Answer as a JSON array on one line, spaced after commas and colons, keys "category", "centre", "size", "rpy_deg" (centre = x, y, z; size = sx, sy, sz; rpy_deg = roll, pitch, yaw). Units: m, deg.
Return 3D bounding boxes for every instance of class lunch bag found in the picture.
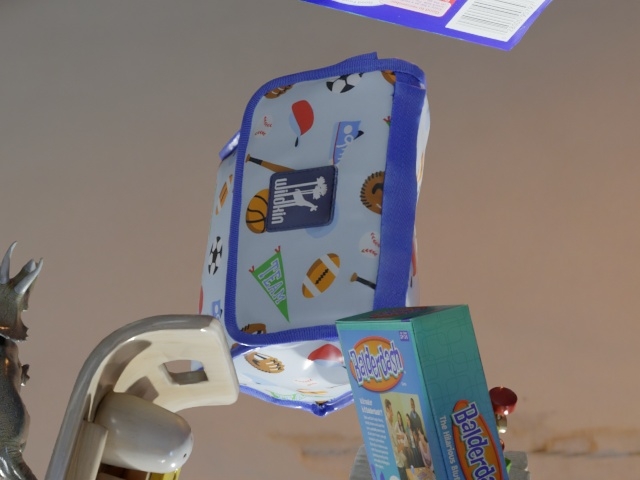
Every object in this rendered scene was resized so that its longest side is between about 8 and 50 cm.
[{"category": "lunch bag", "centre": [0.000, 0.000, 1.607], "size": [0.239, 0.385, 0.327], "rpy_deg": [12, -109, -20]}]

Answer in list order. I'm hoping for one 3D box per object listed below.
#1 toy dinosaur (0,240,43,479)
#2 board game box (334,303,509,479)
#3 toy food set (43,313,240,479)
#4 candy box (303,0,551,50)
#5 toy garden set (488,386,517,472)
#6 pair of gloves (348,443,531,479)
[{"category": "toy dinosaur", "centre": [-0.360, 0.175, 1.541], "size": [0.121, 0.160, 0.313], "rpy_deg": [-1, -117, -8]}, {"category": "board game box", "centre": [0.079, 0.153, 1.021], "size": [0.047, 0.210, 0.160], "rpy_deg": [-14, -178, -19]}, {"category": "toy food set", "centre": [-0.098, 0.203, 0.736], "size": [0.092, 0.219, 0.306], "rpy_deg": [14, -105, 4]}, {"category": "candy box", "centre": [0.068, -0.352, 1.232], "size": [0.268, 0.122, 0.317], "rpy_deg": [11, -114, -17]}, {"category": "toy garden set", "centre": [0.093, 0.253, 1.252], "size": [0.049, 0.203, 0.244], "rpy_deg": [25, -143, 23]}, {"category": "pair of gloves", "centre": [0.125, 0.322, 1.510], "size": [0.204, 0.042, 0.240], "rpy_deg": [-4, -128, 15]}]
